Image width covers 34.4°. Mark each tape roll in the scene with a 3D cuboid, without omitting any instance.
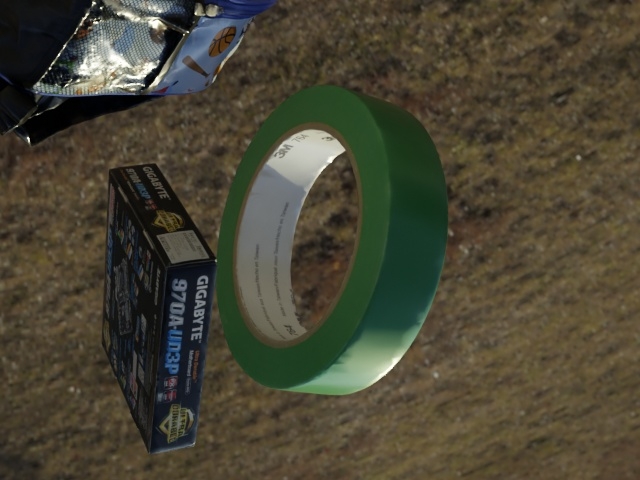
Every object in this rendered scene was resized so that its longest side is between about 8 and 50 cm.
[{"bbox_3d":[0.000,0.000,1.090,0.077,0.321,0.321,12,134,-35],"label":"tape roll"}]

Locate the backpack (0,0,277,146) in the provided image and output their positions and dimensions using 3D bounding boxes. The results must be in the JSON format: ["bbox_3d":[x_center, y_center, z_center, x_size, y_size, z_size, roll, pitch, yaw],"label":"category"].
[{"bbox_3d":[-0.161,-0.228,0.775,0.213,0.276,0.263,-40,163,24],"label":"backpack"}]

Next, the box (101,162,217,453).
[{"bbox_3d":[-0.160,0.064,0.986,0.051,0.175,0.220,-7,125,-26],"label":"box"}]
